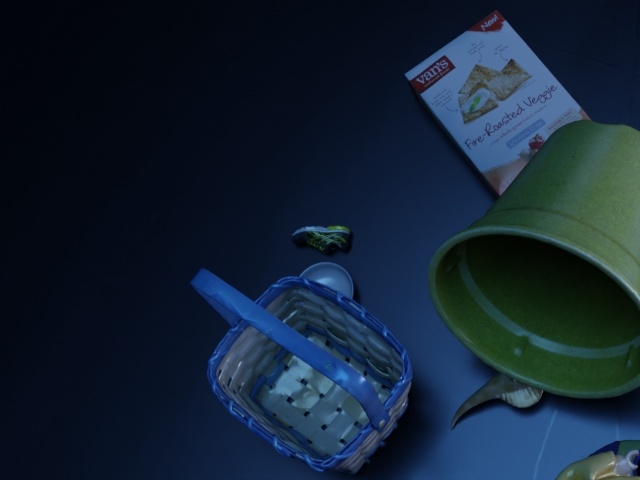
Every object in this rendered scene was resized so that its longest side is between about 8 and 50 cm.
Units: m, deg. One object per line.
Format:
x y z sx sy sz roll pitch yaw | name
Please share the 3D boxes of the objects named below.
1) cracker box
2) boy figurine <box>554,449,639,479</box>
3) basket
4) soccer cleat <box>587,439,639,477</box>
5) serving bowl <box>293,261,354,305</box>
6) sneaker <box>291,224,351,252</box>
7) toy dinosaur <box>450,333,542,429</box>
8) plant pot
0.241 -0.174 1.710 0.156 0.067 0.232 -36 63 1 | cracker box
0.309 0.318 1.393 0.285 0.092 0.177 -8 65 21 | boy figurine
-0.022 0.149 1.544 0.255 0.289 0.201 35 83 24 | basket
0.383 0.360 1.443 0.121 0.093 0.289 -26 61 22 | soccer cleat
0.007 0.072 1.710 0.083 0.027 0.083 -6 69 15 | serving bowl
0.000 0.000 1.737 0.083 0.031 0.035 -6 69 15 | sneaker
0.233 0.167 1.591 0.183 0.053 0.092 -20 67 9 | toy dinosaur
0.303 0.002 1.518 0.276 0.276 0.254 17 52 22 | plant pot
